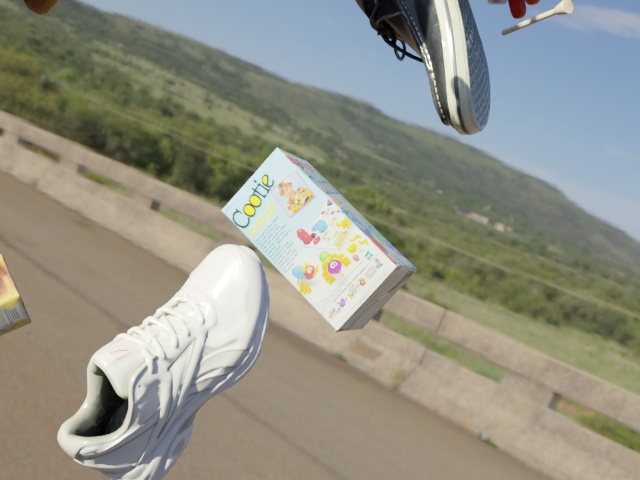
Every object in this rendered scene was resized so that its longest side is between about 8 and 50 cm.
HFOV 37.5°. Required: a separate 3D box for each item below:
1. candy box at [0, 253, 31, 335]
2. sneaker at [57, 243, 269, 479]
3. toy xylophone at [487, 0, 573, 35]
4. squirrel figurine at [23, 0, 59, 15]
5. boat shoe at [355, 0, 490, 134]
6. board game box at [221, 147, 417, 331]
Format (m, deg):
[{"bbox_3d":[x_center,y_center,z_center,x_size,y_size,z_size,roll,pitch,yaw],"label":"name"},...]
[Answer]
[{"bbox_3d":[-0.476,0.097,1.198,0.187,0.053,0.109,-25,39,-16],"label":"candy box"},{"bbox_3d":[-0.129,0.098,0.782,0.090,0.232,0.115,27,-6,35],"label":"sneaker"},{"bbox_3d":[0.416,-0.534,1.841,0.081,0.236,0.323,-12,7,-28],"label":"toy xylophone"},{"bbox_3d":[-0.507,-0.502,1.292,0.281,0.397,0.370,52,31,5],"label":"squirrel figurine"},{"bbox_3d":[0.139,-0.362,1.433,0.156,0.500,0.187,-22,-26,15],"label":"boat shoe"},{"bbox_3d":[0.000,0.000,1.529,0.275,0.144,0.142,46,11,16],"label":"board game box"}]
